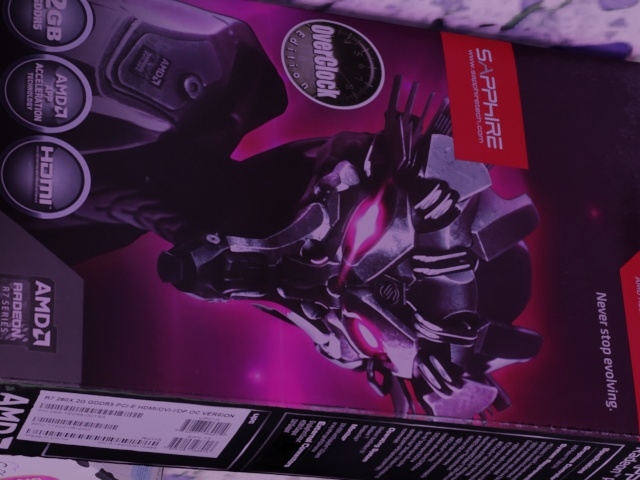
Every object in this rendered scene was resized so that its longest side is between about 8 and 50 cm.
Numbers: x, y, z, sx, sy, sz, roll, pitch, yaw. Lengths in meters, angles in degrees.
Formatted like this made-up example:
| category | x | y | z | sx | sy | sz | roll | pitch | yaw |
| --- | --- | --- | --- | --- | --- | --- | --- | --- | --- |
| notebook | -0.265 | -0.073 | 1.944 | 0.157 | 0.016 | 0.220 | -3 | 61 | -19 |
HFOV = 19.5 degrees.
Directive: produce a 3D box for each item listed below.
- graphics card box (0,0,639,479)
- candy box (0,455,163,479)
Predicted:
| category | x | y | z | sx | sy | sz | roll | pitch | yaw |
| --- | --- | --- | --- | --- | --- | --- | --- | --- | --- |
| graphics card box | 0.000 | 0.000 | 0.934 | 0.371 | 0.232 | 0.094 | 7 | 151 | -16 |
| candy box | -0.202 | 0.096 | 1.070 | 0.165 | 0.070 | 0.196 | -4 | 154 | 23 |
